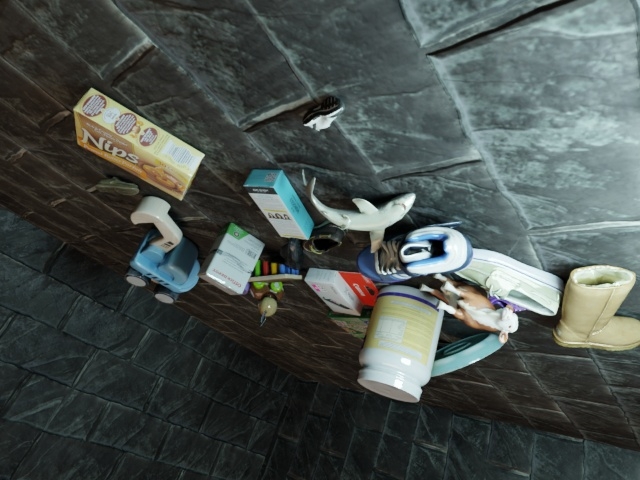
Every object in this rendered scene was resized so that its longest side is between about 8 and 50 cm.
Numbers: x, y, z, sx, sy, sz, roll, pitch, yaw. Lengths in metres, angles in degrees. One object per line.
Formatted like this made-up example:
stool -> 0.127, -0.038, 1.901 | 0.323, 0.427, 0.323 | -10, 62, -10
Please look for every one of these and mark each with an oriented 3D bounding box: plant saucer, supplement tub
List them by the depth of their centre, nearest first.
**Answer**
supplement tub -> 0.269, 0.345, 1.393 | 0.241, 0.331, 0.241 | 17, 153, 9
plant saucer -> 0.487, 0.396, 1.454 | 0.043, 0.317, 0.317 | 65, 155, 12

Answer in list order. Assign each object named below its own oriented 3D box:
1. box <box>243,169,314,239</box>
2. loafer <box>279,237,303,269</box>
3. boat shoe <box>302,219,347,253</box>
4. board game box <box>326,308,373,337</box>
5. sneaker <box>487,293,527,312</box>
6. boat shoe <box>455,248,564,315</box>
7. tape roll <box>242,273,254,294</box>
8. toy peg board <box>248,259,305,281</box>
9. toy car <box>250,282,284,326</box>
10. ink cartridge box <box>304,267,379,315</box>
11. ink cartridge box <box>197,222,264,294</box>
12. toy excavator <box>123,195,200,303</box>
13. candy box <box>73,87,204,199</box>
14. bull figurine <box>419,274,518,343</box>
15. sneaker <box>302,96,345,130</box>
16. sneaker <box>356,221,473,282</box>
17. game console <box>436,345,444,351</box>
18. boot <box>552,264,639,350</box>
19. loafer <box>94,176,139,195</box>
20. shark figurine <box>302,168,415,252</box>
box -> -0.110, -0.096, 1.159 | 0.100, 0.060, 0.244 | 7, 150, 27
loafer -> -0.100, 0.043, 1.388 | 0.078, 0.076, 0.223 | 15, 158, 4
boat shoe -> 0.000, 0.000, 1.246 | 0.081, 0.068, 0.228 | 31, 152, -17
board game box -> 0.209, 0.365, 1.791 | 0.317, 0.046, 0.213 | -9, 141, 45
sneaker -> 0.559, 0.181, 1.166 | 0.170, 0.071, 0.068 | 12, 152, 17
boat shoe -> 0.471, 0.103, 1.060 | 0.302, 0.094, 0.109 | 17, 153, 9
tape roll -> -0.397, 0.162, 1.828 | 0.189, 0.080, 0.189 | 16, 153, 9
toy peg board -> -0.162, 0.111, 1.534 | 0.161, 0.079, 0.161 | -8, 170, 23
toy car -> -0.245, 0.274, 1.787 | 0.149, 0.188, 0.155 | 12, 153, -4
ink cartridge box -> 0.105, 0.204, 1.559 | 0.239, 0.060, 0.275 | 4, 148, 34
ink cartridge box -> -0.312, 0.068, 1.446 | 0.153, 0.208, 0.087 | 37, 150, -27
toy excavator -> -0.622, 0.032, 1.665 | 0.445, 0.222, 0.433 | -22, 132, 36
candy box -> -0.493, -0.250, 1.128 | 0.316, 0.087, 0.183 | 31, 152, -16
bull figurine -> 0.397, 0.171, 1.126 | 0.188, 0.101, 0.310 | 27, -177, -4
sneaker -> 0.013, -0.250, 0.820 | 0.044, 0.040, 0.109 | 21, 162, -38
sneaker -> 0.198, 0.029, 1.008 | 0.323, 0.130, 0.236 | -6, 169, 29
game console -> 0.388, 0.467, 1.778 | 0.361, 0.044, 0.213 | 12, 160, -1
boot -> 0.710, 0.169, 1.007 | 0.236, 0.089, 0.269 | -8, 135, 7
loafer -> -0.706, -0.194, 1.437 | 0.148, 0.050, 0.056 | 7, 157, -5
shark figurine -> 0.076, -0.077, 1.026 | 0.278, 0.116, 0.166 | 12, 119, 2
